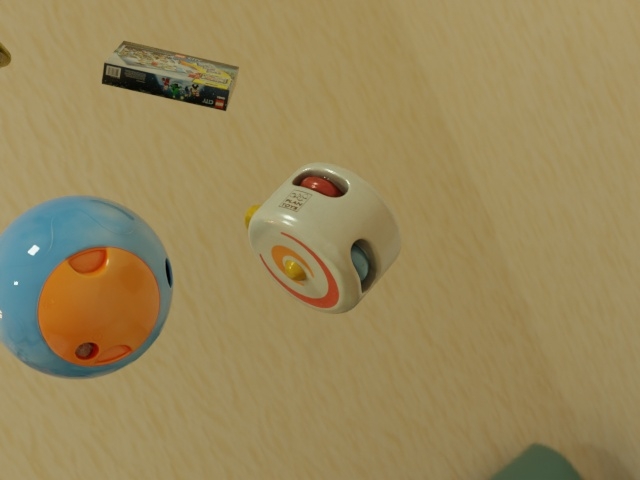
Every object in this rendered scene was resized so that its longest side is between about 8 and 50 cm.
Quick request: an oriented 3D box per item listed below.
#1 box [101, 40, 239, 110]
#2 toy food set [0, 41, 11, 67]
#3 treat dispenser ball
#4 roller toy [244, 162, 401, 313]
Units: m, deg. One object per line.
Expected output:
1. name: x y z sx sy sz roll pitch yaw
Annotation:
1. box: -0.278 -0.312 1.760 0.233 0.044 0.159 12 25 -4
2. toy food set: -0.531 -0.275 1.318 0.128 0.071 0.218 9 -17 13
3. treat dispenser ball: -0.375 0.073 1.456 0.288 0.288 0.288 -25 13 6
4. roller toy: 0.000 0.000 1.305 0.146 0.209 0.191 -47 3 -29
